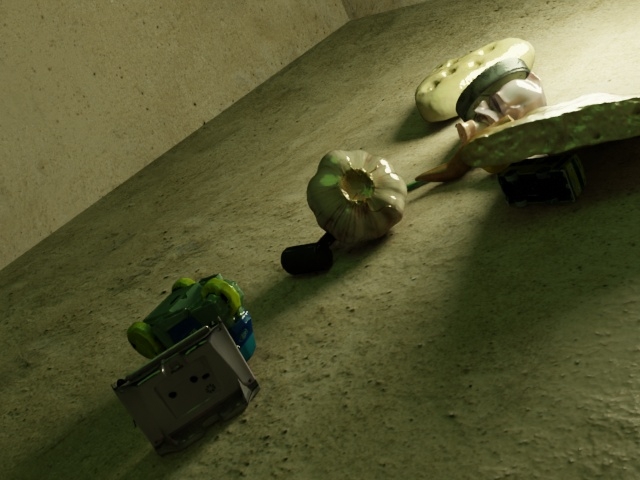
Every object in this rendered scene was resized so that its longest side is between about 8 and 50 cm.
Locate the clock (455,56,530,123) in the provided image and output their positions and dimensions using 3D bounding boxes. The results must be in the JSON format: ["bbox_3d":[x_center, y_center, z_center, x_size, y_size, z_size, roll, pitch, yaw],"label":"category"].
[{"bbox_3d":[0.471,-0.399,2.244,0.226,0.049,0.226,-28,-21,-12],"label":"clock"}]

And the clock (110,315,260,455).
[{"bbox_3d":[-0.255,0.285,1.597,0.253,0.186,0.083,-33,29,-11],"label":"clock"}]

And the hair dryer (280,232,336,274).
[{"bbox_3d":[0.001,-0.001,2.072,0.114,0.071,0.248,-11,24,33],"label":"hair dryer"}]

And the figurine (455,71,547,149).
[{"bbox_3d":[0.472,-0.324,2.152,0.276,0.133,0.200,-33,27,-11],"label":"figurine"}]

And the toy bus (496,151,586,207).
[{"bbox_3d":[0.483,-0.133,1.799,0.175,0.088,0.101,-1,31,49],"label":"toy bus"}]

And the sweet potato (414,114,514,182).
[{"bbox_3d":[0.368,-0.211,2.076,0.281,0.067,0.059,-39,53,20],"label":"sweet potato"}]

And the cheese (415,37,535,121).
[{"bbox_3d":[0.450,-0.471,2.482,0.351,0.130,0.328,-11,26,36],"label":"cheese"}]

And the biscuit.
[{"bbox_3d":[0.558,-0.258,1.814,0.429,0.104,0.446,-12,7,25],"label":"biscuit"}]

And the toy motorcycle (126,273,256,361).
[{"bbox_3d":[-0.251,0.189,1.807,0.326,0.200,0.191,-18,23,47],"label":"toy motorcycle"}]

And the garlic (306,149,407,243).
[{"bbox_3d":[0.092,-0.101,2.061,0.245,0.245,0.253,-28,-13,-3],"label":"garlic"}]

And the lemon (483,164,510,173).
[{"bbox_3d":[0.430,-0.194,2.016,0.092,0.065,0.065,-14,19,-18],"label":"lemon"}]

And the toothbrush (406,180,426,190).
[{"bbox_3d":[0.278,-0.160,2.164,0.257,0.018,0.024,-23,30,9],"label":"toothbrush"}]
